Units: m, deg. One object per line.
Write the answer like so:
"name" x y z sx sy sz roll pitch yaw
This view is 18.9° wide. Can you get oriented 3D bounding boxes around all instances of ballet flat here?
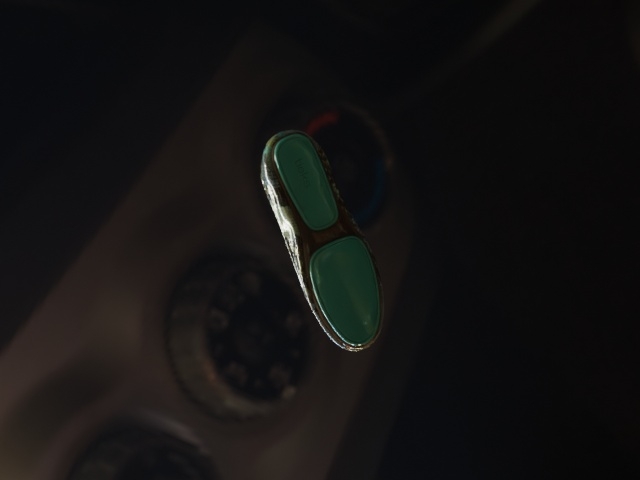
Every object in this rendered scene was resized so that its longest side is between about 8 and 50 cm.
"ballet flat" 0.000 0.000 1.577 0.070 0.070 0.188 -17 91 39
